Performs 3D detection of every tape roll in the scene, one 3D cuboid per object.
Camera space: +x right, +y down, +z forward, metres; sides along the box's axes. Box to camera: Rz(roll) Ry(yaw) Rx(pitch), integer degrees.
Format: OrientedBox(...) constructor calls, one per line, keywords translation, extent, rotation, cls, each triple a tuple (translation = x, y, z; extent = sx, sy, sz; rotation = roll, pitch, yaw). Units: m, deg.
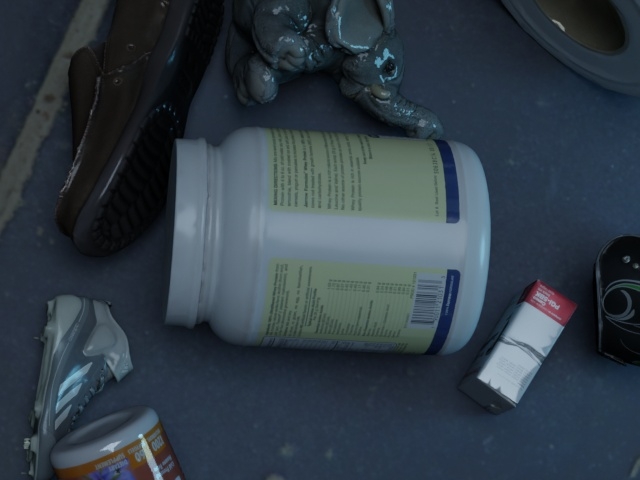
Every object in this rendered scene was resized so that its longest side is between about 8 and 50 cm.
OrientedBox(translation=(0.315, -0.294, 1.884), extent=(0.286, 0.286, 0.100), rotation=(43, 75, 2), cls="tape roll")

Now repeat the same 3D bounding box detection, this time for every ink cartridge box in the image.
OrientedBox(translation=(0.218, 0.119, 1.874), extent=(0.056, 0.099, 0.135), rotation=(34, 74, -1), cls="ink cartridge box")

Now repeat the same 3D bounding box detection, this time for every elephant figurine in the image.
OrientedBox(translation=(0.021, -0.224, 1.909), extent=(0.240, 0.186, 0.169), rotation=(-1, 35, -20), cls="elephant figurine")

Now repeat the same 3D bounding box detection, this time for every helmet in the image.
OrientedBox(translation=(0.388, 0.060, 1.883), extent=(0.162, 0.169, 0.169), rotation=(-2, 78, 7), cls="helmet")

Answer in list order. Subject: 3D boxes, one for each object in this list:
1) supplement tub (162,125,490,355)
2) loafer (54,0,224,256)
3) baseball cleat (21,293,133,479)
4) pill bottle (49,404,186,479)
OrientedBox(translation=(0.000, 0.000, 1.797), extent=(0.325, 0.235, 0.235), rotation=(4, 77, -8), cls="supplement tub")
OrientedBox(translation=(-0.218, -0.149, 1.866), extent=(0.130, 0.134, 0.365), rotation=(12, 65, 17), cls="loafer")
OrientedBox(translation=(-0.258, 0.161, 1.807), extent=(0.110, 0.072, 0.205), rotation=(8, 80, -14), cls="baseball cleat")
OrientedBox(translation=(-0.186, 0.291, 1.748), extent=(0.121, 0.121, 0.216), rotation=(-25, 100, -13), cls="pill bottle")
